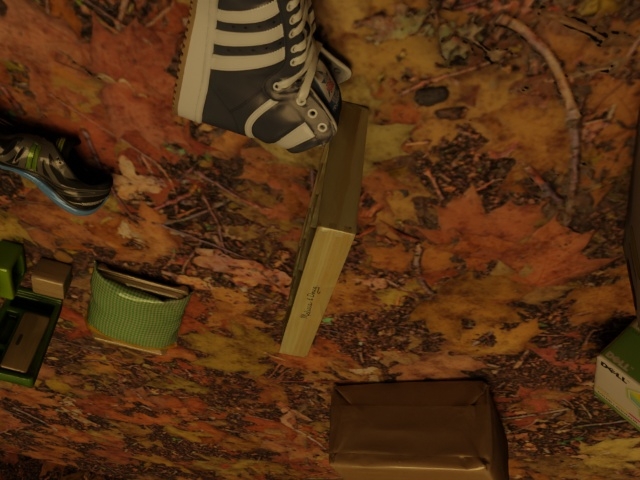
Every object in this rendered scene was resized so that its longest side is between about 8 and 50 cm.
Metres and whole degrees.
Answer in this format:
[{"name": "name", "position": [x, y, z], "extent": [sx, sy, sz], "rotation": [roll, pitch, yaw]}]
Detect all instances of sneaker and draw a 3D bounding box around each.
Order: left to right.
[{"name": "sneaker", "position": [-0.326, -0.105, 0.714], "extent": [0.078, 0.067, 0.188], "rotation": [-38, 124, 19]}, {"name": "sneaker", "position": [-0.028, -0.178, 0.509], "extent": [0.153, 0.099, 0.282], "rotation": [22, 149, -9]}]

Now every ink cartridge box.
[{"name": "ink cartridge box", "position": [0.475, 0.181, 0.811], "extent": [0.097, 0.189, 0.255], "rotation": [-38, 139, -10]}]

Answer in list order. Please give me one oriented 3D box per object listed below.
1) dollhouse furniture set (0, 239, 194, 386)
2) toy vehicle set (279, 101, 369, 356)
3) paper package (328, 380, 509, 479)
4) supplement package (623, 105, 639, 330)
[{"name": "dollhouse furniture set", "position": [-0.378, 0.144, 0.971], "extent": [0.301, 0.151, 0.197], "rotation": [16, 143, -10]}, {"name": "toy vehicle set", "position": [0.000, 0.000, 0.688], "extent": [0.035, 0.166, 0.267], "rotation": [12, 143, -5]}, {"name": "paper package", "position": [0.204, 0.417, 1.207], "extent": [0.309, 0.168, 0.325], "rotation": [-7, 142, 22]}, {"name": "supplement package", "position": [0.422, -0.020, 0.594], "extent": [0.204, 0.145, 0.262], "rotation": [-5, 141, 18]}]
